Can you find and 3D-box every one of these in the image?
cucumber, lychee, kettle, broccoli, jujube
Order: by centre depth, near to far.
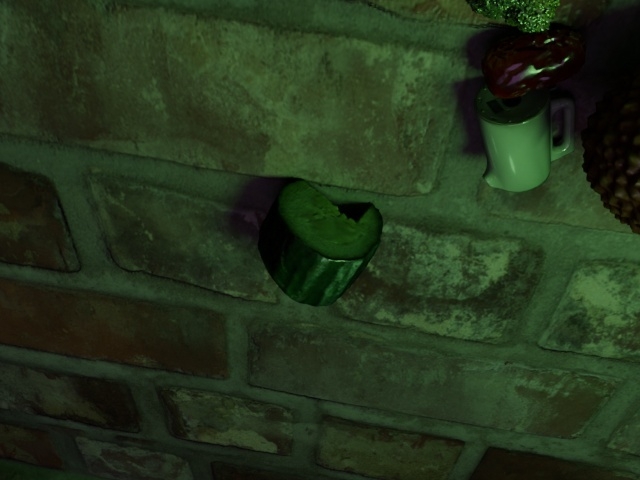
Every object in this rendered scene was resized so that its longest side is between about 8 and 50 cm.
[{"bbox_3d":[0.222,-0.306,0.872,0.138,0.146,0.162,3,139,-43],"label":"broccoli"},{"bbox_3d":[0.459,-0.111,0.925,0.304,0.276,0.276,-9,142,-3],"label":"lychee"},{"bbox_3d":[0.268,-0.226,1.001,0.129,0.077,0.077,-13,137,21],"label":"jujube"},{"bbox_3d":[0.277,-0.151,1.094,0.098,0.127,0.148,28,157,35],"label":"kettle"},{"bbox_3d":[-0.006,0.005,1.296,0.191,0.191,0.130,21,134,-11],"label":"cucumber"}]
